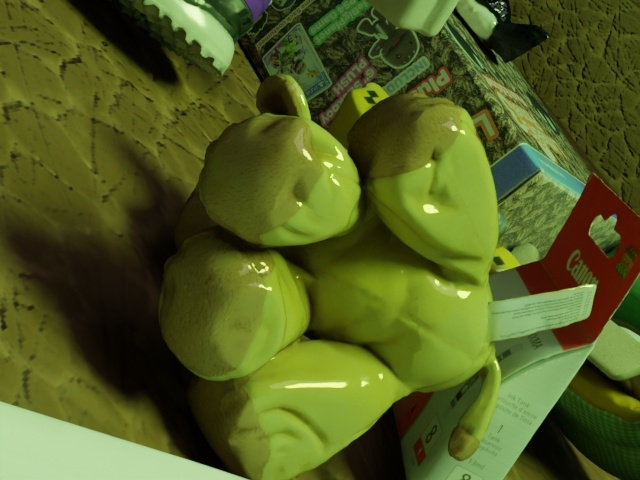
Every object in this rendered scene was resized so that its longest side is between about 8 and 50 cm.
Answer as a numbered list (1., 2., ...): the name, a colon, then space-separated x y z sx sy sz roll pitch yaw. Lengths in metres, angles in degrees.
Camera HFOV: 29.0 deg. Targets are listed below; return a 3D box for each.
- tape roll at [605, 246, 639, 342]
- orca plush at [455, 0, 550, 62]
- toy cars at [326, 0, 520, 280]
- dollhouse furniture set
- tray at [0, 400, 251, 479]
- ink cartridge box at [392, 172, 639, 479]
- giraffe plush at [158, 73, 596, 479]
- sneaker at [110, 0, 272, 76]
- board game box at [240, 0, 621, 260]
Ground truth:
1. tape roll: 0.317 0.146 0.984 0.321 0.077 0.321 57 -9 14
2. orca plush: 0.090 -0.271 0.943 0.287 0.102 0.151 52 18 0
3. toy cars: 0.030 -0.118 0.801 0.087 0.176 0.393 -6 90 -40
4. dollhouse furniture set: 0.196 0.170 0.870 0.301 0.151 0.197 43 -15 39
5. tray: -0.059 0.111 0.383 0.270 0.030 0.145 31 9 -48
6. ink cartridge box: 0.102 0.047 0.674 0.045 0.179 0.145 26 14 -8
7. giraffe plush: 0.000 0.000 0.600 0.210 0.181 0.170 8 18 -34
8. sneaker: -0.119 -0.242 0.725 0.293 0.146 0.102 43 -7 -36
9. board game box: 0.089 -0.098 1.007 0.232 0.141 0.291 19 37 -59
